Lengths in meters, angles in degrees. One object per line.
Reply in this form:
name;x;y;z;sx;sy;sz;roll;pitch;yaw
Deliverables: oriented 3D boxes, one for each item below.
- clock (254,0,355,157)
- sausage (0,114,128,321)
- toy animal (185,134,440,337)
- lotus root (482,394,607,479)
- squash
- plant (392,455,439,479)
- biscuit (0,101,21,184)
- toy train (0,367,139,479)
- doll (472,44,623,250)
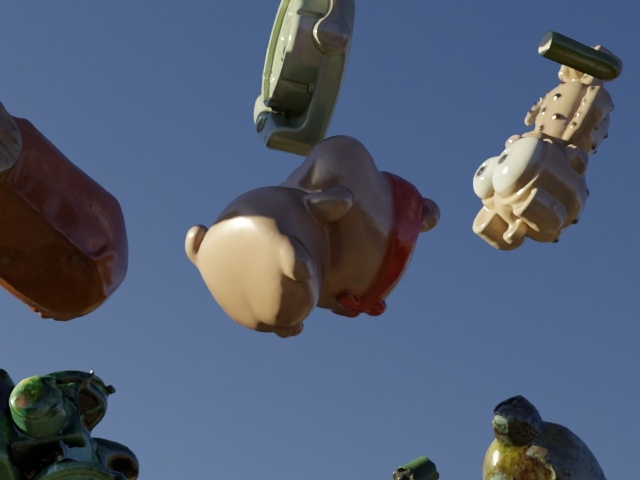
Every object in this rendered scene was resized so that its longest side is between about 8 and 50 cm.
clock;-0.013;-0.184;1.864;0.062;0.191;0.151;13;15;-11
sausage;-0.322;-0.032;2.080;0.153;0.141;0.268;-36;-68;21
toy animal;0.000;0.000;1.690;0.198;0.171;0.171;-18;0;-39
lotus root;0.197;0.220;1.657;0.113;0.088;0.192;-13;-71;37
squash;0.253;-0.176;1.851;0.083;0.027;0.027;20;-24;-18
plant;0.113;0.337;2.632;0.051;0.102;0.051;39;-35;34
biscuit;-0.421;-0.184;1.827;0.343;0.057;0.287;53;12;-5
toy train;-0.316;0.265;2.060;0.238;0.167;0.299;-10;-45;0
doll;0.266;-0.106;2.219;0.119;0.278;0.154;37;-40;-14
